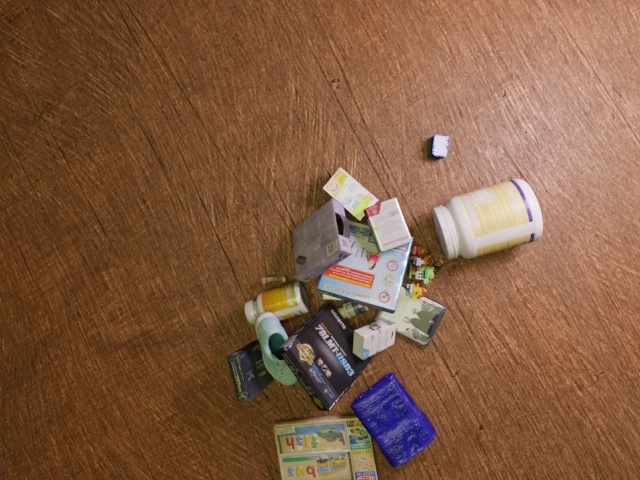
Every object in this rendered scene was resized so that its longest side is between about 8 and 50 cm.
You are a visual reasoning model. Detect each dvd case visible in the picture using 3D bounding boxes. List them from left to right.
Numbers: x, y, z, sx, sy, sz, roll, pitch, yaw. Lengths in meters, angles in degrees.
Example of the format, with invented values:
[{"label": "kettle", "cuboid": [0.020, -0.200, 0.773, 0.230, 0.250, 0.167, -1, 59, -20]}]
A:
[{"label": "dvd case", "cuboid": [0.363, 0.297, 1.720, 0.238, 0.029, 0.179, 26, 95, 9]}]

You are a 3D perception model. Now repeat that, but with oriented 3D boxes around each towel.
[{"label": "towel", "cuboid": [0.292, 0.716, 1.691, 0.227, 0.076, 0.308, -35, 86, -9]}]

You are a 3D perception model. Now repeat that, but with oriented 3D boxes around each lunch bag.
[{"label": "lunch bag", "cuboid": [0.462, -0.364, 1.673, 0.067, 0.065, 0.099, 8, 91, -6]}]

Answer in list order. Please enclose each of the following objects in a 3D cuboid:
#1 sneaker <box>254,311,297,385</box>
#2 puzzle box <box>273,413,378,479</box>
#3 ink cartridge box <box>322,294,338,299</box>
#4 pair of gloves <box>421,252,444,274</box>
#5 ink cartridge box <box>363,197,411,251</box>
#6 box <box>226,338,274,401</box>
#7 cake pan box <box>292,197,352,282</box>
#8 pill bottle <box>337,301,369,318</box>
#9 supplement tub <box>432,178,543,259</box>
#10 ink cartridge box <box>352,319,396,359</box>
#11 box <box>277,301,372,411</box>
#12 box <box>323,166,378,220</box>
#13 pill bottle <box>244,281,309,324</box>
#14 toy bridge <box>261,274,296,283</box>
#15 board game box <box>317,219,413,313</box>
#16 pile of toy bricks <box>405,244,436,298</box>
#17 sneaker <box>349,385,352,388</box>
[{"label": "sneaker", "cuboid": [-0.164, 0.465, 1.685, 0.135, 0.150, 0.366, -26, 118, -9]}, {"label": "puzzle box", "cuboid": [0.020, 0.880, 1.777, 0.408, 0.052, 0.272, -10, 90, 9]}, {"label": "ink cartridge box", "cuboid": [0.074, 0.213, 1.735, 0.122, 0.088, 0.052, 0, 91, 9]}, {"label": "pair of gloves", "cuboid": [0.448, 0.093, 1.710, 0.083, 0.010, 0.074, 31, 101, 7]}, {"label": "ink cartridge box", "cuboid": [0.252, -0.057, 1.610, 0.127, 0.072, 0.175, -19, 86, -4]}, {"label": "box", "cuboid": [-0.275, 0.519, 1.727, 0.059, 0.232, 0.184, -15, 88, 21]}, {"label": "cake pan box", "cuboid": [0.000, 0.000, 1.644, 0.266, 0.070, 0.246, -37, 48, 34]}, {"label": "pill bottle", "cuboid": [0.133, 0.278, 1.738, 0.120, 0.067, 0.067, -26, 87, 9]}, {"label": "supplement tub", "cuboid": [0.604, -0.070, 1.566, 0.331, 0.241, 0.241, -16, 88, 9]}, {"label": "ink cartridge box", "cuboid": [0.215, 0.387, 1.688, 0.060, 0.180, 0.104, 24, 119, 47]}, {"label": "box", "cuboid": [0.024, 0.444, 1.648, 0.293, 0.073, 0.296, -38, 95, -36]}, {"label": "box", "cuboid": [0.123, -0.183, 1.712, 0.203, 0.103, 0.114, 42, 97, 6]}, {"label": "pill bottle", "cuboid": [-0.181, 0.266, 1.755, 0.245, 0.136, 0.137, -18, 88, 9]}, {"label": "toy bridge", "cuboid": [-0.148, 0.159, 1.784, 0.188, 0.063, 0.026, -6, 90, 8]}, {"label": "board game box", "cuboid": [0.178, 0.097, 1.667, 0.308, 0.086, 0.302, 15, 73, 9]}, {"label": "pile of toy bricks", "cuboid": [0.402, 0.123, 1.665, 0.105, 0.118, 0.213, 6, 81, 2]}, {"label": "sneaker", "cuboid": [0.024, 0.485, 1.755, 0.131, 0.112, 0.319, -32, 89, -8]}]
